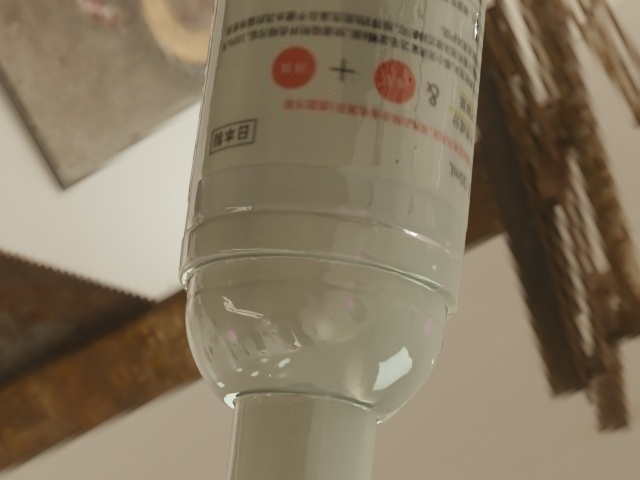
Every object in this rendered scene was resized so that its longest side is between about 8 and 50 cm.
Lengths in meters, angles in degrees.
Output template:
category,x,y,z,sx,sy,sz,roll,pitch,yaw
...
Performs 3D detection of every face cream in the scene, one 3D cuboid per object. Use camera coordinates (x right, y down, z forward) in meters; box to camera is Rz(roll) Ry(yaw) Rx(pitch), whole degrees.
category,x,y,z,sx,sy,sz,roll,pitch,yaw
face cream,0.000,0.000,0.916,0.145,0.145,0.370,-14,-117,50
